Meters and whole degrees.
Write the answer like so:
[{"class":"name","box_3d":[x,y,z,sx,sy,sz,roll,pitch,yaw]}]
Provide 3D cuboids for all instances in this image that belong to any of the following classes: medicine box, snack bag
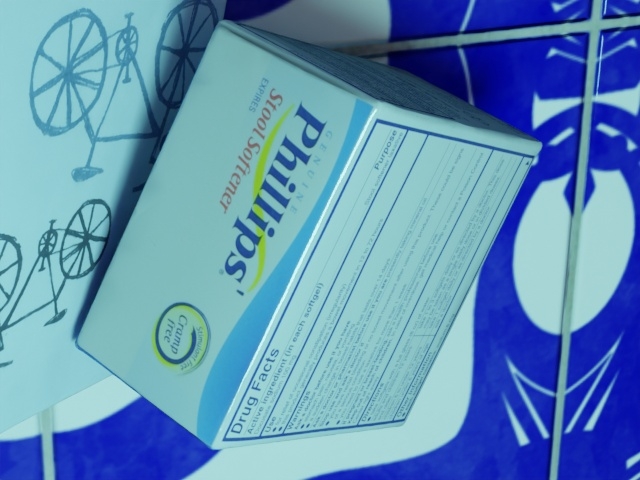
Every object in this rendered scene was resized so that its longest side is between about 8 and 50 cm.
[{"class":"medicine box","box_3d":[0.000,0.000,1.175,0.289,0.149,0.264,5,113,-59]},{"class":"snack bag","box_3d":[-0.169,-0.034,1.102,0.323,0.037,0.343,-28,132,-62]}]
